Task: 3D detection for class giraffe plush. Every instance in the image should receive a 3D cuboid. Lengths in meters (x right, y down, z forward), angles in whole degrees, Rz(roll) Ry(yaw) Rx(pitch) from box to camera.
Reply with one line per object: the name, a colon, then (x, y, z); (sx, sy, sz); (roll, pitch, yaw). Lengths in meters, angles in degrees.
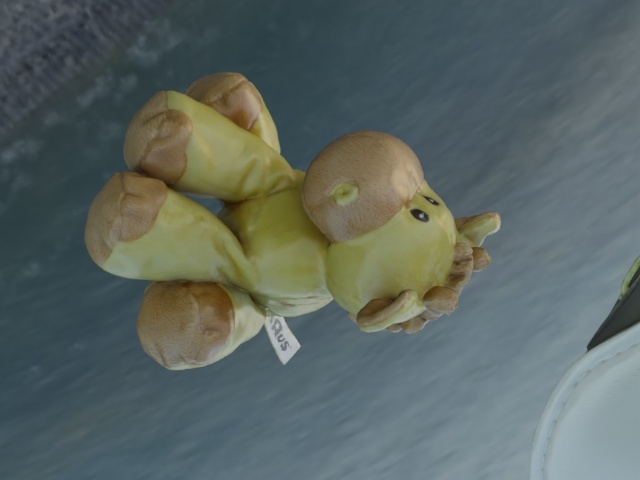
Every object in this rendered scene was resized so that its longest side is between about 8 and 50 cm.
giraffe plush: (0.000, 0.000, 0.710); (0.170, 0.181, 0.210); (-2, 142, 38)

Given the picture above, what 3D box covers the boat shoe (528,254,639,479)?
boat shoe: (0.231, 0.052, 0.755); (0.305, 0.109, 0.091); (-60, 173, 27)
